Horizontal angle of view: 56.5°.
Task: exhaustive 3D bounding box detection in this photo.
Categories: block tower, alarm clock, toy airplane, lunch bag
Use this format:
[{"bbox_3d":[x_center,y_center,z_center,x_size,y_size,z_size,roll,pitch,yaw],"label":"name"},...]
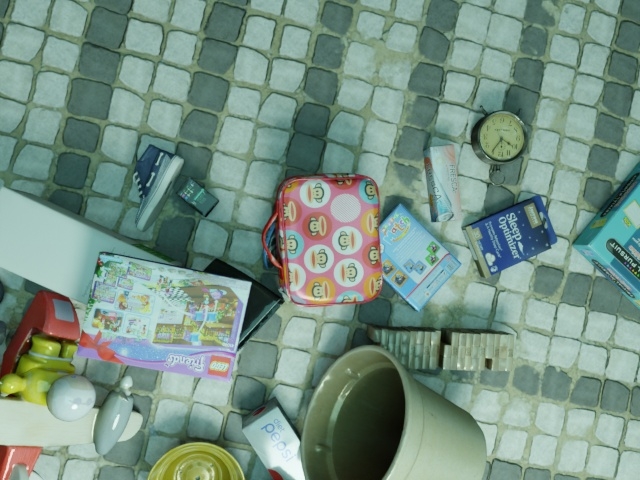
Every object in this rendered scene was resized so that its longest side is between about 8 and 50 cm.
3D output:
[{"bbox_3d":[0.280,0.255,1.413,0.336,0.091,0.097,5,89,-8],"label":"block tower"},{"bbox_3d":[0.432,-0.228,1.450,0.130,0.064,0.191,3,87,-9],"label":"alarm clock"},{"bbox_3d":[-0.546,0.332,1.149,0.273,0.386,0.384,-12,110,32],"label":"toy airplane"},{"bbox_3d":[0.000,0.000,1.308,0.258,0.120,0.292,-3,98,-12],"label":"lunch bag"}]

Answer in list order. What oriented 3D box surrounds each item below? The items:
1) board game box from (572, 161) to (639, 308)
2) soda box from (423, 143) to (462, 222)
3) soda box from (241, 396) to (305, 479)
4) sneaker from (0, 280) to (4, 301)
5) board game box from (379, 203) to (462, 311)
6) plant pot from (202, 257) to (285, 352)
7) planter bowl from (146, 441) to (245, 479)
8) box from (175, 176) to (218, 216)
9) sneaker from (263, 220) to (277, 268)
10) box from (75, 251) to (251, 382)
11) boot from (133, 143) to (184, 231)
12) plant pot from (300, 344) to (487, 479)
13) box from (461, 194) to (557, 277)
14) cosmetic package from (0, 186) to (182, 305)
[{"bbox_3d":[0.841,-0.030,1.501,0.254,0.079,0.336,42,85,-6],"label":"board game box"},{"bbox_3d":[0.293,-0.136,1.432,0.063,0.058,0.183,-7,90,-8],"label":"soda box"},{"bbox_3d":[-0.066,0.509,1.360,0.098,0.091,0.286,-32,94,-7],"label":"soda box"},{"bbox_3d":[-0.835,0.137,1.228,0.319,0.131,0.112,-12,91,-8],"label":"sneaker"},{"bbox_3d":[0.209,0.041,1.429,0.211,0.039,0.160,44,84,-6],"label":"board game box"},{"bbox_3d":[-0.204,0.144,1.306,0.167,0.188,0.187,43,84,6],"label":"plant pot"},{"bbox_3d":[-0.276,0.545,1.330,0.217,0.090,0.217,0,89,-8],"label":"planter bowl"},{"bbox_3d":[-0.277,-0.097,1.346,0.083,0.062,0.052,39,86,-6],"label":"box"},{"bbox_3d":[-0.078,-0.018,1.372,0.078,0.067,0.188,27,83,-1],"label":"sneaker"},{"bbox_3d":[-0.298,0.147,1.152,0.294,0.057,0.200,13,87,-9],"label":"box"},{"bbox_3d":[-0.386,-0.118,1.334,0.086,0.069,0.189,26,78,0],"label":"boot"},{"bbox_3d":[0.178,0.433,1.284,0.306,0.334,0.333,28,86,-28],"label":"plant pot"},{"bbox_3d":[0.476,-0.014,1.471,0.225,0.036,0.136,-23,93,-9],"label":"box"},{"bbox_3d":[-0.495,0.039,1.248,0.366,0.197,0.155,27,86,-9],"label":"cosmetic package"}]
